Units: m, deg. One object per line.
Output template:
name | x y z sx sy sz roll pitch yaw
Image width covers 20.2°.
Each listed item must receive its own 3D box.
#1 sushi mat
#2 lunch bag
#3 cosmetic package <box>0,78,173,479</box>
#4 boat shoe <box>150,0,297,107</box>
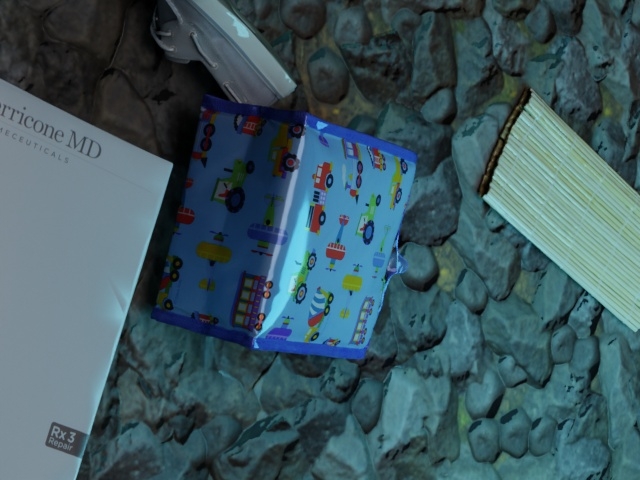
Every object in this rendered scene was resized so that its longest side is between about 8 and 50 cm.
sushi mat | 0.307 -0.032 2.095 0.316 0.019 0.151 38 68 -34
lunch bag | 0.000 0.000 1.758 0.293 0.138 0.221 14 90 -52
cosmetic package | -0.295 0.072 1.498 0.217 0.156 0.385 24 76 -36
boat shoe | -0.115 -0.196 1.694 0.081 0.079 0.227 -39 125 8
